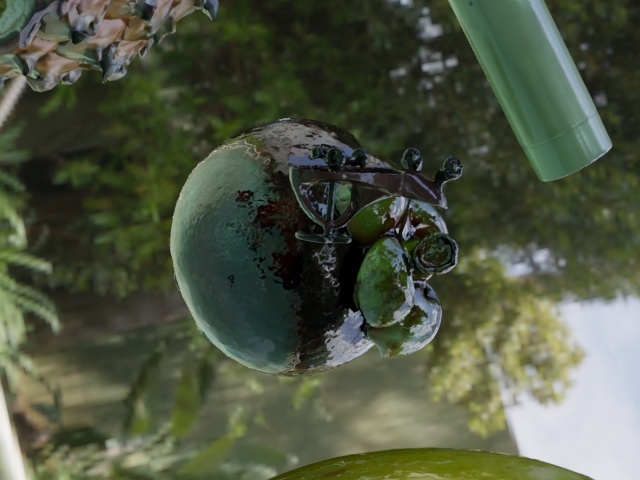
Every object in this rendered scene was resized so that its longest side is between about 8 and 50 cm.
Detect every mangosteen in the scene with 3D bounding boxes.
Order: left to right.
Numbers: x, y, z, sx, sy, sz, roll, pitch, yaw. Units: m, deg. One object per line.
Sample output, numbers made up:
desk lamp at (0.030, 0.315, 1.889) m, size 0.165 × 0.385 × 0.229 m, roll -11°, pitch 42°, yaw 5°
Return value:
mangosteen at (-0.017, 0.008, 1.684) m, size 0.311 × 0.311 × 0.311 m, roll 168°, pitch -90°, yaw -80°

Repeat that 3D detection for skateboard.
skateboard at (0.039, -0.037, 1.262) m, size 0.067 × 0.151 × 0.080 m, roll 20°, pitch -74°, yaw 56°

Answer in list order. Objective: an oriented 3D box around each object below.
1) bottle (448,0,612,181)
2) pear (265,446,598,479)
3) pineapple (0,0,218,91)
bottle at (0.171, -0.153, 1.285) m, size 0.201 × 0.072 × 0.072 m, roll 62°, pitch -8°, yaw -9°
pear at (0.059, 0.291, 0.839) m, size 0.362 × 0.418 × 0.362 m, roll -176°, pitch -90°, yaw -74°
pineapple at (-0.209, -0.271, 1.055) m, size 0.300 × 0.352 × 0.352 m, roll -39°, pitch 120°, yaw -76°
